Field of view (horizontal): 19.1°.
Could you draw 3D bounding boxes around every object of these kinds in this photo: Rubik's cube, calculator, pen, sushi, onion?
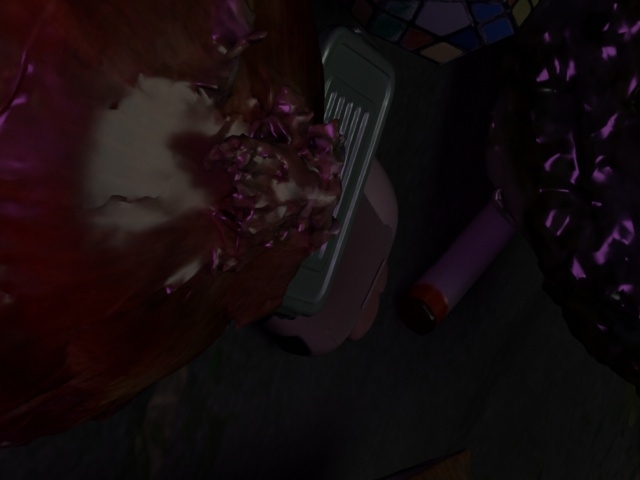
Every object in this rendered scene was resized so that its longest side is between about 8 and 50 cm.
[{"bbox_3d":[0.053,-0.135,0.846,0.093,0.111,0.111,55,52,-22],"label":"Rubik's cube"},{"bbox_3d":[0.000,0.000,0.896,0.103,0.024,0.166,-65,150,-15],"label":"calculator"},{"bbox_3d":[0.107,-0.019,1.073,0.218,0.026,0.026,-46,141,-40],"label":"pen"},{"bbox_3d":[0.238,-0.072,0.982,0.178,0.294,0.352,5,75,-65],"label":"sushi"},{"bbox_3d":[-0.064,-0.029,0.628,0.230,0.163,0.230,15,90,-70],"label":"onion"}]

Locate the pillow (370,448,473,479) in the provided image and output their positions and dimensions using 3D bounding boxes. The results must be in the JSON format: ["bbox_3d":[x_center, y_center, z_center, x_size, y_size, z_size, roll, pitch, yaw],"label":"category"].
[{"bbox_3d":[-0.037,0.252,0.866,0.310,0.119,0.312,-2,108,-56],"label":"pillow"}]

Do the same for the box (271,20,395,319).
[{"bbox_3d":[-0.026,-0.034,0.783,0.084,0.069,0.122,25,83,-67],"label":"box"}]
